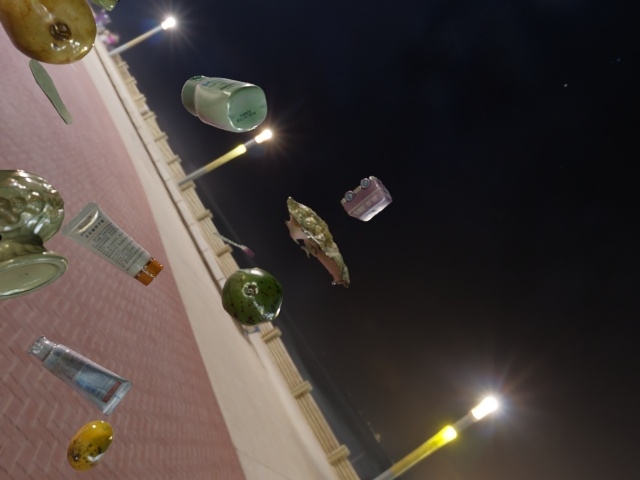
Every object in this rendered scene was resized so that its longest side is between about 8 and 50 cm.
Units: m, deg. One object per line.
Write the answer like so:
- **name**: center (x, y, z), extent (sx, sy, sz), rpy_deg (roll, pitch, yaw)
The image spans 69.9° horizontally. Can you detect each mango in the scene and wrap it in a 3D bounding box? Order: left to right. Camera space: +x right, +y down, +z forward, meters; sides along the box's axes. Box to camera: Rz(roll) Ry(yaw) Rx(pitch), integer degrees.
- **mango**: center (-0.373, 0.334, 0.750), extent (0.057, 0.078, 0.114), rpy_deg (24, -20, -5)

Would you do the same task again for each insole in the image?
- **insole**: center (-0.779, -0.428, 1.328), extent (0.063, 0.010, 0.191), rpy_deg (-87, 158, -57)

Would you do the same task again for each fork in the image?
- **fork**: center (-0.214, 0.009, 1.132), extent (0.115, 0.016, 0.012), rpy_deg (31, -52, -1)

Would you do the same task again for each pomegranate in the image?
- **pomegranate**: center (-0.893, -0.719, 1.492), extent (0.307, 0.308, 0.307), rpy_deg (56, -8, 12)
- **pomegranate**: center (-0.278, 0.233, 1.876), extent (0.254, 0.254, 0.270), rpy_deg (57, -11, 8)

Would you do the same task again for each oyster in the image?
- **oyster**: center (0.003, 0.007, 0.977), extent (0.209, 0.072, 0.132), rpy_deg (44, -15, 27)

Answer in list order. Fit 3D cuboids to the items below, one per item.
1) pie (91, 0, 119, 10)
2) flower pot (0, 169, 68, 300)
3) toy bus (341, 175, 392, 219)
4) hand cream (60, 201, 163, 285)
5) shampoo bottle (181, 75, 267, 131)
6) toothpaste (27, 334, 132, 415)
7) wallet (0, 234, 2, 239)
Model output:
- **pie**: center (-0.653, -0.866, 1.393), extent (0.067, 0.302, 0.302), rpy_deg (22, -21, 18)
- **flower pot**: center (-0.778, -0.006, 1.142), extent (0.243, 0.308, 0.307), rpy_deg (61, -7, 10)
- **toy bus**: center (0.212, -0.185, 2.121), extent (0.142, 0.203, 0.142), rpy_deg (57, 19, 17)
- **hand cream**: center (-0.663, 0.025, 1.478), extent (0.314, 0.139, 0.089), rpy_deg (46, -26, -17)
- **shampoo bottle**: center (-0.356, -0.487, 1.607), extent (0.350, 0.222, 0.151), rpy_deg (26, -41, 40)
- **toothpaste**: center (-0.564, 0.308, 1.067), extent (0.234, 0.089, 0.057), rpy_deg (36, -15, -5)
- **wallet**: center (-0.601, -0.047, 0.741), extent (0.059, 0.141, 0.202), rpy_deg (31, -49, 4)
